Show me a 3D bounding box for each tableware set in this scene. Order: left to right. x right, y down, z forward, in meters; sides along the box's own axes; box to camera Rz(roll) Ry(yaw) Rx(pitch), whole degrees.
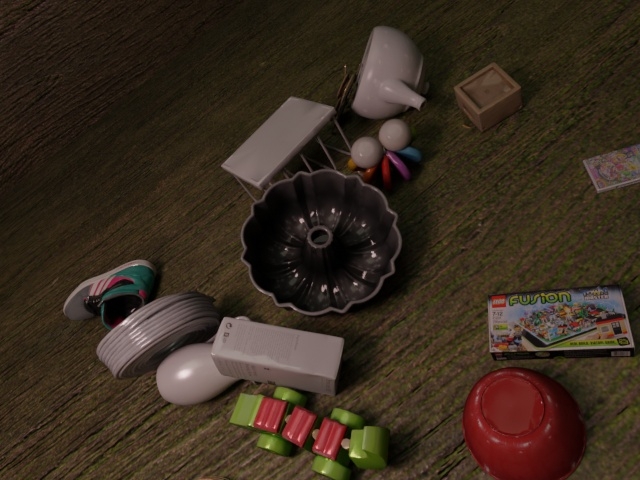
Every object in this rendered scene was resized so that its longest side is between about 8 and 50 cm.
[{"bbox_3d":[0.054,-0.401,1.348,0.039,0.194,0.128,26,69,0],"label":"tableware set"}]

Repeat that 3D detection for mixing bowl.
[{"bbox_3d":[0.291,0.262,0.714,0.182,0.098,0.181,-18,47,21],"label":"mixing bowl"}]

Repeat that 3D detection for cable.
[{"bbox_3d":[-0.347,0.209,1.051,0.257,0.257,0.089,-34,76,-6],"label":"cable"}]

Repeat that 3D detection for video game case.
[{"bbox_3d":[0.583,-0.142,0.918,0.122,0.011,0.087,-16,48,20],"label":"video game case"}]

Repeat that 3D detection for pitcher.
[{"bbox_3d":[-0.238,0.258,1.040,0.207,0.125,0.177,-18,40,6],"label":"pitcher"}]

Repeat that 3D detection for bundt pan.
[{"bbox_3d":[0.003,0.018,1.017,0.331,0.124,0.330,-2,64,4],"label":"bundt pan"}]

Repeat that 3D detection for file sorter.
[{"bbox_3d":[-0.078,-0.216,1.279,0.277,0.173,0.193,-48,44,-11],"label":"file sorter"}]

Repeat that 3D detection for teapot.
[{"bbox_3d":[0.198,-0.434,1.278,0.187,0.252,0.255,14,80,-5],"label":"teapot"}]

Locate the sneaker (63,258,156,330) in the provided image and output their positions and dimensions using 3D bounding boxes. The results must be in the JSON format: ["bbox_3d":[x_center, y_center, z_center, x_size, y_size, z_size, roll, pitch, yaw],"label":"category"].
[{"bbox_3d":[-0.591,0.184,1.322,0.296,0.123,0.178,-29,35,8],"label":"sneaker"}]

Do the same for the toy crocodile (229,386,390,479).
[{"bbox_3d":[-0.030,0.334,0.851,0.341,0.105,0.115,5,58,35],"label":"toy crocodile"}]

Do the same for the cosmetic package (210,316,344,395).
[{"bbox_3d":[-0.076,0.221,0.904,0.231,0.117,0.085,9,57,8],"label":"cosmetic package"}]

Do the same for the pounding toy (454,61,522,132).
[{"bbox_3d":[0.405,-0.350,1.154,0.130,0.100,0.141,-31,55,7],"label":"pounding toy"}]

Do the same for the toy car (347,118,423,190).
[{"bbox_3d":[0.164,-0.193,1.149,0.182,0.159,0.136,-31,79,6],"label":"toy car"}]

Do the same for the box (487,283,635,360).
[{"bbox_3d":[0.389,0.138,0.796,0.207,0.036,0.114,-9,51,26],"label":"box"}]

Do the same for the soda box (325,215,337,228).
[{"bbox_3d":[0.000,0.000,1.137,0.061,0.058,0.181,14,63,38],"label":"soda box"}]

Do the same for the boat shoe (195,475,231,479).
[{"bbox_3d":[-0.181,0.465,0.872,0.170,0.059,0.062,-3,54,30],"label":"boat shoe"}]
